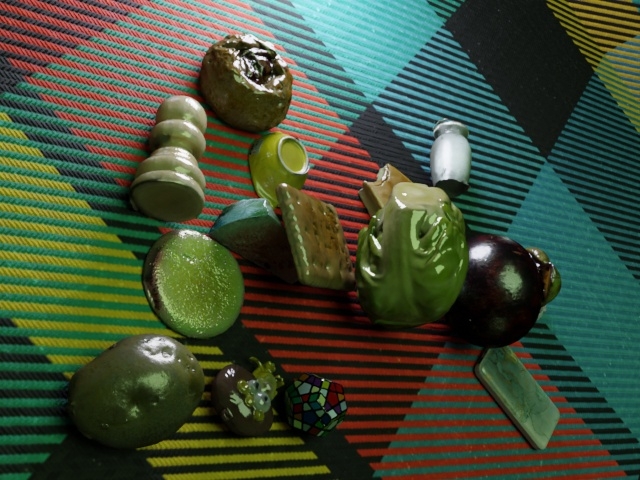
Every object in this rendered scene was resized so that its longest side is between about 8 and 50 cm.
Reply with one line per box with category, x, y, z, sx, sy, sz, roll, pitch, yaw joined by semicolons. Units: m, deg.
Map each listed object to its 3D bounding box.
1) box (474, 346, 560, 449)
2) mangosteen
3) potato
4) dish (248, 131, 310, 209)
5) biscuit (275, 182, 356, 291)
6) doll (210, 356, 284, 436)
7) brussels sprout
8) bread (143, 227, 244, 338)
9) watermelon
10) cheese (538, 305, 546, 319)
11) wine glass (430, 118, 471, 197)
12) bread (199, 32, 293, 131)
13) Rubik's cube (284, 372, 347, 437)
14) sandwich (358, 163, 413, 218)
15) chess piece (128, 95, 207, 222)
box;0.505;0.390;2.134;0.285;0.044;0.142;51;50;-10
mangosteen;0.425;0.119;2.019;0.288;0.288;0.288;19;59;-34
potato;-0.309;0.254;1.404;0.235;0.160;0.178;-7;55;-33
dish;-0.080;-0.170;1.856;0.149;0.080;0.207;21;56;-33
biscuit;0.000;0.000;1.770;0.325;0.044;0.217;20;52;-69
doll;-0.136;0.284;1.584;0.145;0.096;0.188;49;36;-23
brussels sprout;0.193;0.046;1.838;0.247;0.328;0.328;5;65;-16
bread;-0.240;0.080;1.627;0.228;0.033;0.228;18;59;-33
watermelon;-0.094;0.007;1.738;0.241;0.154;0.094;47;45;-34
cheese;0.533;0.151;2.264;0.245;0.052;0.135;11;61;-37
wine glass;0.348;-0.218;2.233;0.111;0.111;0.204;27;51;-30
bread;-0.157;-0.355;1.847;0.230;0.123;0.230;16;63;-35
Rubik's cube;-0.011;0.326;1.657;0.133;0.133;0.112;53;19;-9
sandwich;0.216;-0.097;2.093;0.245;0.063;0.212;-24;85;-46
chess piece;-0.287;-0.177;1.647;0.143;0.143;0.260;25;51;-31
